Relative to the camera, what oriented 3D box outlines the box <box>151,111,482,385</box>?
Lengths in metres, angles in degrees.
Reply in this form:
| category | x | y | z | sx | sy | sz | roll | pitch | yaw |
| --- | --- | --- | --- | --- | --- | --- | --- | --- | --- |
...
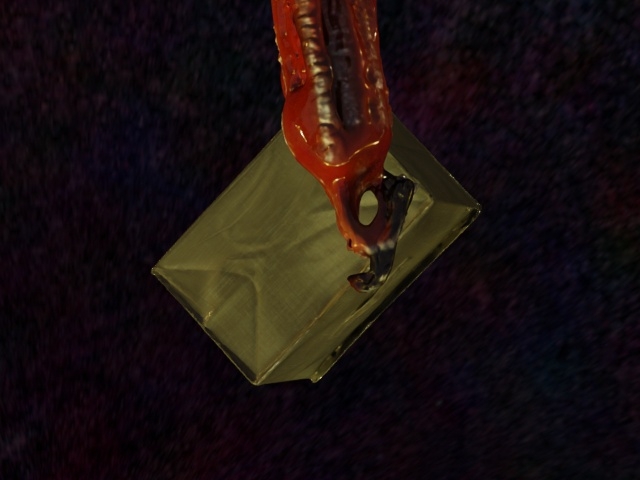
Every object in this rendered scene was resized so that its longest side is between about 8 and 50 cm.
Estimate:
| category | x | y | z | sx | sy | sz | roll | pitch | yaw |
| --- | --- | --- | --- | --- | --- | --- | --- | --- | --- |
| box | 0.000 | 0.000 | 1.515 | 0.231 | 0.149 | 0.155 | -45 | 74 | 13 |

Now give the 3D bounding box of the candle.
| category | x | y | z | sx | sy | sz | roll | pitch | yaw |
| --- | --- | --- | --- | --- | --- | --- | --- | --- | --- |
| candle | -0.001 | -0.123 | 0.811 | 0.059 | 0.084 | 0.302 | -13 | 77 | 17 |
